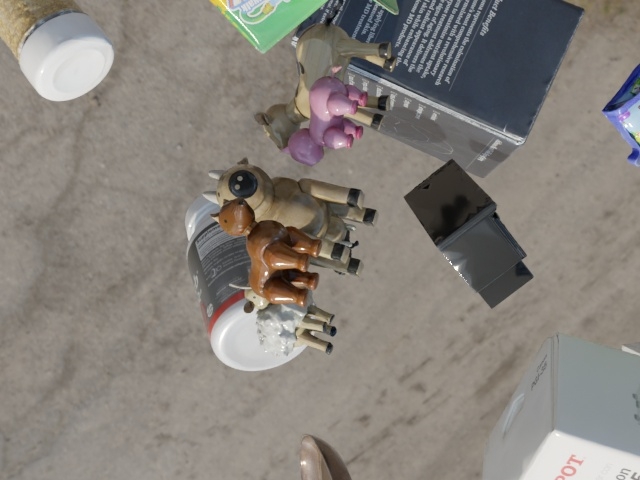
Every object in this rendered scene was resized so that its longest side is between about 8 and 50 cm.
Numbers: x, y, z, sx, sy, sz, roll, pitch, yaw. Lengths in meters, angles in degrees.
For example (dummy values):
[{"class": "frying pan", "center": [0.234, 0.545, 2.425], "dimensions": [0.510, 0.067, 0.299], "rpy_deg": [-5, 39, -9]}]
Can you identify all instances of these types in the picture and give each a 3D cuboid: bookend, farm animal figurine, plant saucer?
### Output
[{"class": "bookend", "center": [0.177, 0.010, 0.941], "dimensions": [0.072, 0.157, 0.156], "rpy_deg": [-38, 110, 8]}, {"class": "farm animal figurine", "center": [-0.034, -0.064, 1.028], "dimensions": [0.327, 0.172, 0.330], "rpy_deg": [74, 35, -60]}, {"class": "plant saucer", "center": [0.026, 0.510, 1.635], "dimensions": [0.050, 0.310, 0.310], "rpy_deg": [-12, 134, -16]}]

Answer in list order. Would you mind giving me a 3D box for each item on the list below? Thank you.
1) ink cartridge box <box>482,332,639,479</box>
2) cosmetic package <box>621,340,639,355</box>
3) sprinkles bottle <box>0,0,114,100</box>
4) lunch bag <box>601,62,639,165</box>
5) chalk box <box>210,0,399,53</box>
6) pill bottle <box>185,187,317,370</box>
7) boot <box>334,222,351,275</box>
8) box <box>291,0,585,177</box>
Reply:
[{"class": "ink cartridge box", "center": [0.308, 0.223, 0.794], "dimensions": [0.283, 0.117, 0.207], "rpy_deg": [16, 133, 2]}, {"class": "cosmetic package", "center": [0.585, 0.187, 1.083], "dimensions": [0.365, 0.197, 0.155], "rpy_deg": [-9, 102, -16]}, {"class": "sprinkles bottle", "center": [-0.432, -0.357, 1.226], "dimensions": [0.121, 0.355, 0.121], "rpy_deg": [-35, 162, -13]}, {"class": "lunch bag", "center": [0.640, -0.231, 1.480], "dimensions": [0.221, 0.138, 0.293], "rpy_deg": [40, 99, -21]}, {"class": "chalk box", "center": [-0.029, -0.219, 0.540], "dimensions": [0.132, 0.132, 0.213], "rpy_deg": [-35, 121, 18]}, {"class": "pill bottle", "center": [-0.154, 0.066, 1.772], "dimensions": [0.210, 0.363, 0.210], "rpy_deg": [-12, 134, -13]}, {"class": "boot", "center": [0.000, 0.000, 1.483], "dimensions": [0.099, 0.121, 0.045], "rpy_deg": [16, 135, -18]}, {"class": "box", "center": [0.222, -0.377, 1.823], "dimensions": [0.297, 0.472, 0.480], "rpy_deg": [-64, 177, -2]}]
